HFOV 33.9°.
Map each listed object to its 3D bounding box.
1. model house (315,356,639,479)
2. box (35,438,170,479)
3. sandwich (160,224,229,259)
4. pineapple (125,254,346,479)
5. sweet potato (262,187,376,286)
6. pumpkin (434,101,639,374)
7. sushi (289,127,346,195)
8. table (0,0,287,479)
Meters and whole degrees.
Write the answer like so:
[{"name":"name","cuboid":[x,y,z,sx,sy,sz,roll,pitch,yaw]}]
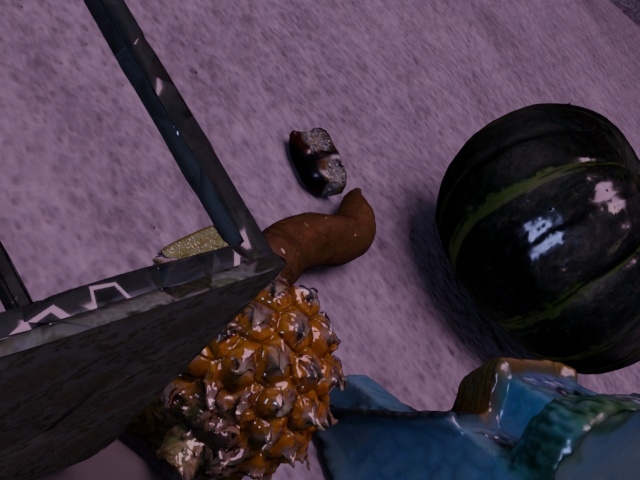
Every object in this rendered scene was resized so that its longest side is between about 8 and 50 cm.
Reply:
[{"name":"model house","cuboid":[0.153,0.177,0.898,0.261,0.226,0.241,15,15,-48]},{"name":"box","cuboid":[-0.156,0.156,0.627,0.243,0.055,0.103,42,30,-15]},{"name":"sandwich","cuboid":[-0.093,0.006,0.893,0.083,0.044,0.031,-16,74,-56]},{"name":"pineapple","cuboid":[-0.074,0.108,0.692,0.176,0.161,0.137,38,37,-14]},{"name":"sweet potato","cuboid":[0.000,0.000,1.008,0.067,0.059,0.281,21,18,21]},{"name":"pumpkin","cuboid":[0.280,-0.001,1.202,0.323,0.241,0.323,46,21,-24]},{"name":"sushi","cuboid":[-0.009,-0.083,1.120,0.046,0.044,0.083,-7,58,-31]},{"name":"table","cuboid":[-0.251,-0.010,0.450,0.335,0.222,0.272,-17,70,-44]}]
